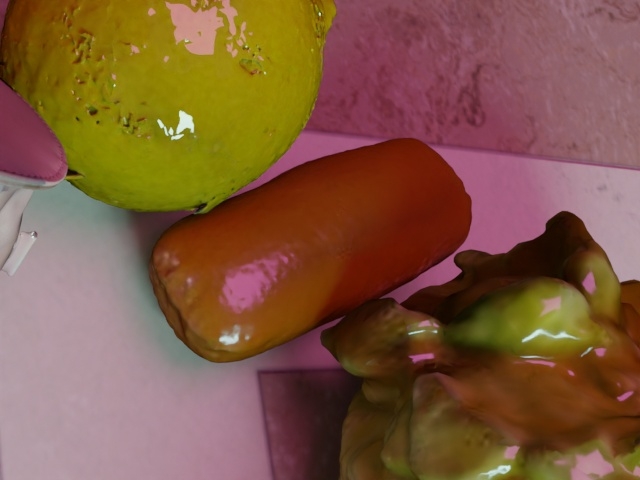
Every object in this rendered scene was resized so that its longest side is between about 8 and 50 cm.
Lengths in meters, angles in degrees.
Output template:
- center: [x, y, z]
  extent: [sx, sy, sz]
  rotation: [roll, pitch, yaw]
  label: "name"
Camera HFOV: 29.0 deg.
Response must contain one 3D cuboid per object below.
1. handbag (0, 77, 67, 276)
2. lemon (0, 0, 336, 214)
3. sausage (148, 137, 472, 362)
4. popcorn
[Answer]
- center: [-0.219, -0.042, 0.553]
  extent: [0.205, 0.116, 0.179]
  rotation: [36, 13, -12]
  label: "handbag"
- center: [-0.089, -0.102, 0.686]
  extent: [0.206, 0.173, 0.173]
  rotation: [-42, 97, -24]
  label: "lemon"
- center: [0.000, 0.000, 0.756]
  extent: [0.238, 0.098, 0.098]
  rotation: [-25, 86, -37]
  label: "sausage"
- center: [0.129, 0.120, 0.715]
  extent: [0.270, 0.224, 0.258]
  rotation: [15, 47, -22]
  label: "popcorn"
